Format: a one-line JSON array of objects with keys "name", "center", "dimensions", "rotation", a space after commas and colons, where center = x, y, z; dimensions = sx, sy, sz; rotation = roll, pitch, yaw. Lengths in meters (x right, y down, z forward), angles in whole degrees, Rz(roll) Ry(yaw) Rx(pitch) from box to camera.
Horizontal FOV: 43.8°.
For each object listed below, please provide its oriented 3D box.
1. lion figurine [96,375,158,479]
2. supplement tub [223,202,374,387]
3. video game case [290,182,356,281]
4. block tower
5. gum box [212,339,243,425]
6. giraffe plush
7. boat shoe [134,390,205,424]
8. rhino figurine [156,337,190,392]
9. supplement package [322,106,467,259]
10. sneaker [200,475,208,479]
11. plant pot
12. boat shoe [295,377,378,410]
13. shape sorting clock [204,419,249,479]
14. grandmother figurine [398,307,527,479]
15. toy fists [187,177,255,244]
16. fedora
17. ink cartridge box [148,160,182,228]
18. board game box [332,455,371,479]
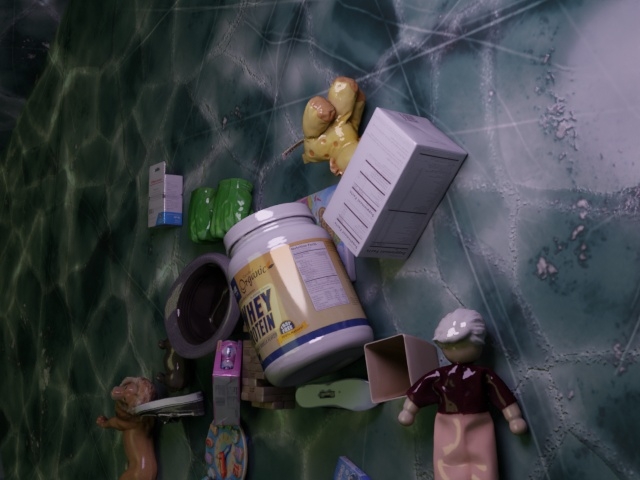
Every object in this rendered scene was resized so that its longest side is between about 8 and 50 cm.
[{"name": "lion figurine", "center": [-0.523, 0.582, 2.261], "dimensions": [0.240, 0.142, 0.392], "rotation": [-15, 88, 42]}, {"name": "supplement tub", "center": [-0.051, 0.107, 1.582], "dimensions": [0.228, 0.228, 0.316], "rotation": [-41, 64, 41]}, {"name": "video game case", "center": [0.000, 0.000, 1.727], "dimensions": [0.193, 0.023, 0.212], "rotation": [-19, 71, 49]}, {"name": "block tower", "center": [-0.113, 0.208, 1.793], "dimensions": [0.097, 0.091, 0.335], "rotation": [-7, 81, 51]}, {"name": "gum box", "center": [-0.214, 0.328, 1.844], "dimensions": [0.107, 0.062, 0.188], "rotation": [-91, 5, -51]}, {"name": "giraffe plush", "center": [0.054, -0.192, 1.584], "dimensions": [0.170, 0.181, 0.210], "rotation": [39, 89, 21]}, {"name": "boat shoe", "center": [-0.401, 0.451, 2.104], "dimensions": [0.219, 0.078, 0.070], "rotation": [-15, 83, 28]}, {"name": "rhino figurine", "center": [-0.390, 0.290, 2.151], "dimensions": [0.106, 0.073, 0.243], "rotation": [-12, 75, 55]}, {"name": "supplement package", "center": [0.132, -0.100, 1.476], "dimensions": [0.134, 0.139, 0.244], "rotation": [51, 124, 40]}, {"name": "sneaker", "center": [-0.299, 0.658, 1.994], "dimensions": [0.076, 0.065, 0.166], "rotation": [47, 143, 16]}, {"name": "plant pot", "center": [0.156, 0.232, 1.440], "dimensions": [0.109, 0.096, 0.109], "rotation": [-26, 65, 48]}, {"name": "boat shoe", "center": [0.047, 0.308, 1.605], "dimensions": [0.183, 0.083, 0.065], "rotation": [-4, 82, 25]}, {"name": "shape sorting clock", "center": [-0.234, 0.526, 1.949], "dimensions": [0.206, 0.040, 0.206], "rotation": [-9, 78, 51]}, {"name": "grandmother figurine", "center": [0.233, 0.283, 1.319], "dimensions": [0.104, 0.208, 0.342], "rotation": [54, -143, -79]}, {"name": "toy fists", "center": [-0.252, -0.062, 2.002], "dimensions": [0.279, 0.096, 0.142], "rotation": [-8, 69, 53]}, {"name": "fedora", "center": [-0.251, 0.161, 1.945], "dimensions": [0.275, 0.124, 0.243], "rotation": [-48, 52, 26]}, {"name": "ink cartridge box", "center": [-0.444, -0.128, 2.278], "dimensions": [0.104, 0.060, 0.180], "rotation": [-8, 79, 52]}, {"name": "board game box", "center": [0.058, 0.495, 1.595], "dimensions": [0.090, 0.020, 0.090], "rotation": [29, 108, 51]}]
